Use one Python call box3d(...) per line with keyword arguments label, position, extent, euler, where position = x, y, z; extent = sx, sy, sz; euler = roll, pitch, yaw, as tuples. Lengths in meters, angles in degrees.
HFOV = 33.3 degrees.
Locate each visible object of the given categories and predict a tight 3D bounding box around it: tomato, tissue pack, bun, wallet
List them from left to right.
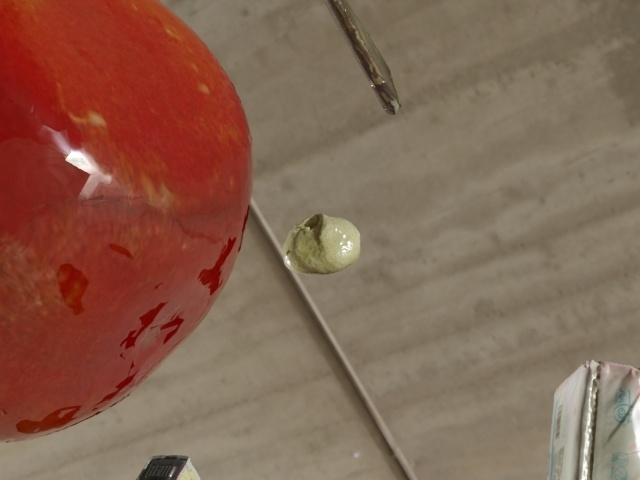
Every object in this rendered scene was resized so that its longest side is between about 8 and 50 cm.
box3d(label="tomato", position=(-0.205, -0.035, 0.718), extent=(0.293, 0.290, 0.325), euler=(-54, 161, 18))
box3d(label="bun", position=(0.000, 0.000, 1.092), extent=(0.086, 0.054, 0.086), euler=(-8, -164, 2))
box3d(label="wallet", position=(0.042, -0.279, 1.432), extent=(0.031, 0.232, 0.122), euler=(-29, -144, 11))
box3d(label="tissue pack", position=(0.411, 0.335, 1.598), extent=(0.201, 0.124, 0.271), euler=(105, -4, -66))

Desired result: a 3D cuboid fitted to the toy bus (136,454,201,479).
box3d(label="toy bus", position=(-0.249, 0.420, 1.467), extent=(0.092, 0.106, 0.268), euler=(-7, -146, 31))
